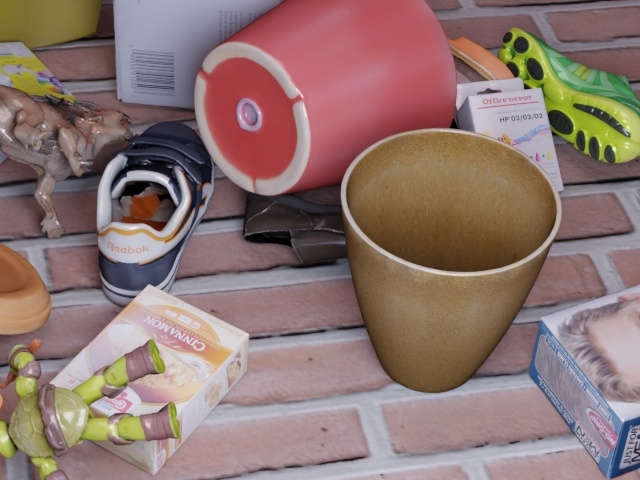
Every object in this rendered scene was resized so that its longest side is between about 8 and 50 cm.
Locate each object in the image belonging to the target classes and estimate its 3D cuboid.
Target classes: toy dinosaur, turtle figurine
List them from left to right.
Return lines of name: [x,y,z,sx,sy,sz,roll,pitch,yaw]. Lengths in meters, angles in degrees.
toy dinosaur: [-0.365,-0.142,1.919,0.127,0.296,0.200,-36,47,17]
turtle figurine: [-0.267,0.174,1.614,0.217,0.087,0.269,-19,65,3]

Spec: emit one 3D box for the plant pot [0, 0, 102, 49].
plant pot: [-0.409,-0.399,2.217,0.187,0.212,0.212,3,42,-19]

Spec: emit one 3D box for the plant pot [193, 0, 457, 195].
plant pot: [-0.007,-0.184,1.925,0.275,0.275,0.243,35,41,29]

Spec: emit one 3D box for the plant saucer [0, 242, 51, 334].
plant saucer: [-0.404,0.040,1.794,0.200,0.037,0.200,22,20,-9]

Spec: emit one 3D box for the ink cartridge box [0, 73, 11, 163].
ink cartridge box: [-0.495,-0.137,1.974,0.128,0.127,0.176,24,46,18]

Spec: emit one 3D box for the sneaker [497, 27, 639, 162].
sneaker: [0.352,-0.194,2.137,0.123,0.109,0.295,-4,37,-42]

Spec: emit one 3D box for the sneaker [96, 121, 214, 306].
sneaker: [-0.202,-0.069,1.929,0.126,0.127,0.321,4,42,2]

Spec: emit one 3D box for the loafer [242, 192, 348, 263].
loafer: [0.000,0.000,1.916,0.220,0.080,0.078,14,67,24]

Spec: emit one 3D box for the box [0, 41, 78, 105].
box: [-0.410,-0.207,2.100,0.105,0.043,0.179,-9,40,-39]

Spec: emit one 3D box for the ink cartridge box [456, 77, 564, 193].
ink cartridge box: [0.243,-0.136,2.018,0.104,0.061,0.181,-7,75,-12]

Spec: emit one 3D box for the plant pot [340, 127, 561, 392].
plant pot: [0.135,0.044,1.738,0.237,0.254,0.237,2,44,-2]

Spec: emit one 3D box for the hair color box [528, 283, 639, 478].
hair color box: [0.436,0.129,1.780,0.347,0.105,0.174,-17,47,-20]

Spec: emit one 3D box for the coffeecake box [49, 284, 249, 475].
coffeecake box: [-0.190,0.153,1.734,0.142,0.068,0.185,25,48,20]

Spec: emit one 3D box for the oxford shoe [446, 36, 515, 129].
oxford shoe: [0.094,-0.253,2.147,0.364,0.130,0.133,31,55,25]

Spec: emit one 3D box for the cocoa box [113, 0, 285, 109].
cocoa box: [-0.151,-0.378,2.096,0.231,0.347,0.228,5,43,2]
